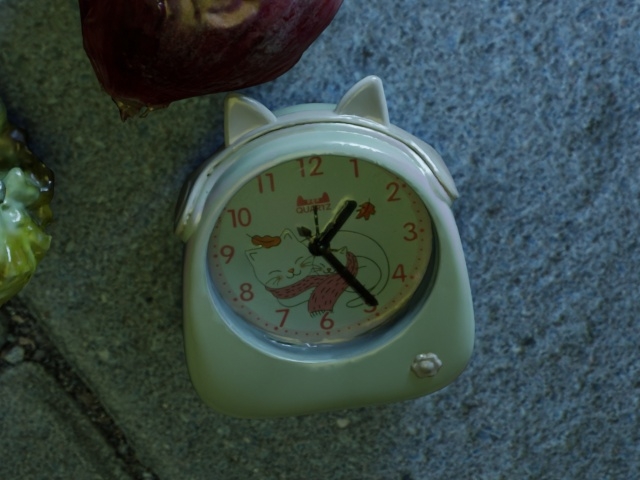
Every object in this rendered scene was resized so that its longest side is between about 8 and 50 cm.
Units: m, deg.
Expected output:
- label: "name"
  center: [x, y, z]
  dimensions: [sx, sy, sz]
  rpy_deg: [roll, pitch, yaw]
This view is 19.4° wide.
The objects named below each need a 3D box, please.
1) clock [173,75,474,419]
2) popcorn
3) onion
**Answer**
- label: "clock"
  center: [0.000, 0.000, 1.686]
  dimensions: [0.265, 0.108, 0.324]
  rpy_deg: [-6, 118, -2]
- label: "popcorn"
  center: [-0.313, -0.041, 1.597]
  dimensions: [0.198, 0.198, 0.212]
  rpy_deg: [32, 77, -21]
- label: "onion"
  center: [-0.100, -0.200, 1.559]
  dimensions: [0.227, 0.120, 0.283]
  rpy_deg: [27, 113, -14]
